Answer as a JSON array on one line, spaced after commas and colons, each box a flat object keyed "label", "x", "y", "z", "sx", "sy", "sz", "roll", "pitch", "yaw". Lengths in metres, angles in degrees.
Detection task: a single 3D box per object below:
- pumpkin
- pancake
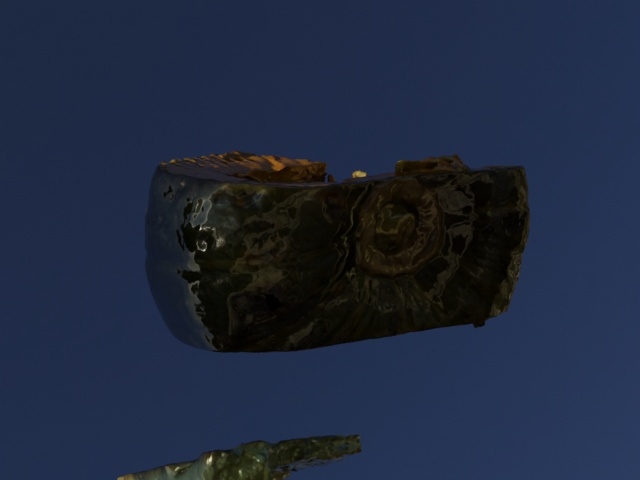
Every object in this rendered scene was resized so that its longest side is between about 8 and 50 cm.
[{"label": "pumpkin", "x": 0.000, "y": 0.001, "z": 0.970, "sx": 0.280, "sy": 0.190, "sz": 0.139, "roll": -4, "pitch": -81, "yaw": -30}, {"label": "pancake", "x": -0.059, "y": 0.200, "z": 1.028, "sx": 0.197, "sy": 0.054, "sz": 0.376, "roll": -15, "pitch": -11, "yaw": 4}]
